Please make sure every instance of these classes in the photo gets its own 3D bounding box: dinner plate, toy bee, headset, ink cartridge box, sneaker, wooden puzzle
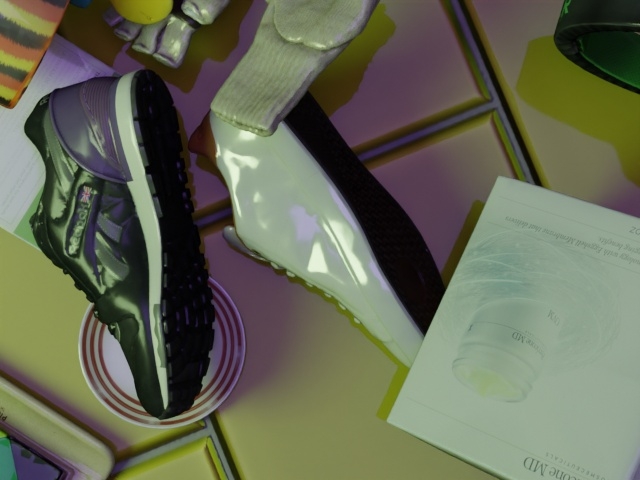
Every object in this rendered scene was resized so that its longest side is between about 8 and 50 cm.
[{"bbox_3d":[-0.134,0.089,1.421,0.141,0.017,0.141,0,84,-1],"label":"dinner plate"},{"bbox_3d":[-0.211,-0.261,1.335,0.195,0.162,0.298,4,77,-22],"label":"toy bee"},{"bbox_3d":[0.386,-0.153,1.313,0.394,0.243,0.185,18,86,15],"label":"headset"},{"bbox_3d":[-0.270,-0.108,1.418,0.235,0.056,0.171,33,86,-16],"label":"ink cartridge box"},{"bbox_3d":[-0.170,0.009,1.380,0.124,0.107,0.283,-9,89,18],"label":"sneaker"},{"bbox_3d":[-0.322,0.219,1.395,0.221,0.044,0.238,32,86,2],"label":"wooden puzzle"},{"bbox_3d":[0.000,0.000,1.405,0.123,0.106,0.290,-33,93,28],"label":"sneaker"}]

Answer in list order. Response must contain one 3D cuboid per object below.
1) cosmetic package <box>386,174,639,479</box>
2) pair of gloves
[{"bbox_3d":[0.209,0.095,1.312,0.224,0.138,0.224,20,85,42],"label":"cosmetic package"},{"bbox_3d":[-0.053,-0.205,1.365,0.204,0.042,0.240,-49,49,-5],"label":"pair of gloves"}]
